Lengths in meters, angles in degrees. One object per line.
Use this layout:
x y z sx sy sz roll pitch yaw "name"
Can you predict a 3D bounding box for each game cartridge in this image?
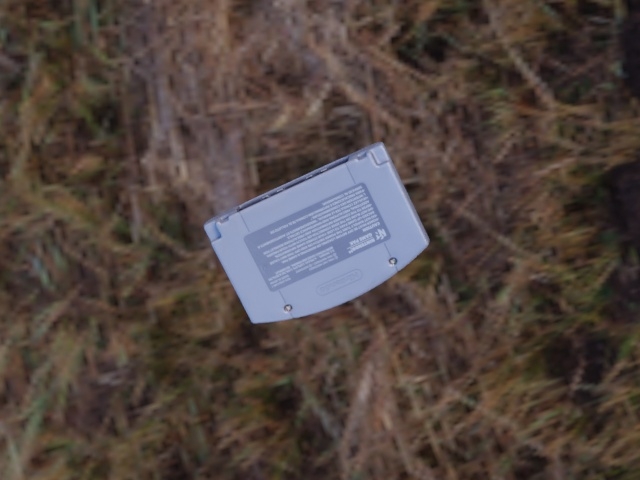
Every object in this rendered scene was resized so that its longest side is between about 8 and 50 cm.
0.000 0.000 0.724 0.083 0.017 0.056 -24 101 8 "game cartridge"
